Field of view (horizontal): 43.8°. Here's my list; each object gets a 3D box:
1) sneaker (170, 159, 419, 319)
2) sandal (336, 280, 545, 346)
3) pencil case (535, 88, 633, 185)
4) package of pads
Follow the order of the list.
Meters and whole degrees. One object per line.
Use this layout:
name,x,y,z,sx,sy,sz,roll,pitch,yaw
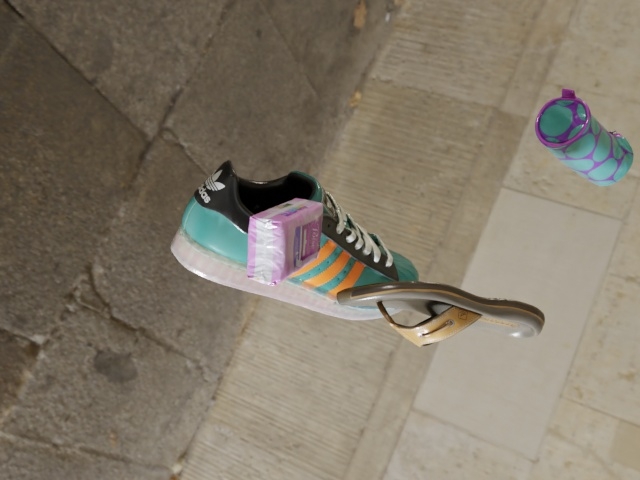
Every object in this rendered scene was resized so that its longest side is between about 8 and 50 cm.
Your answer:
sneaker,0.000,0.000,0.857,0.302,0.108,0.121,14,120,-32
sandal,0.124,0.083,0.814,0.090,0.219,0.060,145,-44,-69
pencil case,0.312,-0.117,0.938,0.151,0.064,0.070,20,90,-48
package of pads,-0.026,0.000,0.605,0.083,0.031,0.050,-29,128,-65
